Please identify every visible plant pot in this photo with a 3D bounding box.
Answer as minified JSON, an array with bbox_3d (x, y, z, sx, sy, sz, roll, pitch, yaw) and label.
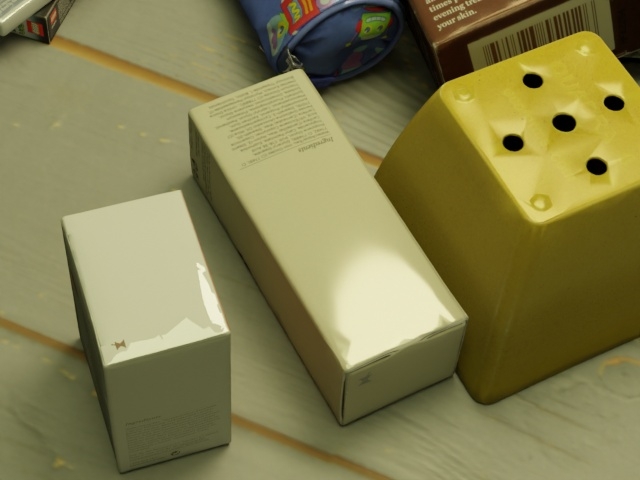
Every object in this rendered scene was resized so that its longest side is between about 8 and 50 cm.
[{"bbox_3d":[0.174,-0.036,1.224,0.212,0.187,0.212,-22,60,-16],"label":"plant pot"}]

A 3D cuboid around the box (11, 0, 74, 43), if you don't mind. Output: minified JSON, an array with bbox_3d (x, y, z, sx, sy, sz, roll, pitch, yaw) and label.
[{"bbox_3d":[-0.261,-0.282,1.452,0.114,0.036,0.207,18,57,8],"label":"box"}]

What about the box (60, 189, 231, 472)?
[{"bbox_3d":[-0.125,0.069,1.145,0.091,0.170,0.130,-14,59,-12],"label":"box"}]

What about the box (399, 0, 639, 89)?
[{"bbox_3d":[0.130,-0.311,1.412,0.191,0.143,0.381,-22,61,3],"label":"box"}]

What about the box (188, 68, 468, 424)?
[{"bbox_3d":[0.000,0.000,1.245,0.113,0.094,0.275,-21,60,-16],"label":"box"}]

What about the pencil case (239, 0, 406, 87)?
[{"bbox_3d":[-0.041,-0.267,1.408,0.119,0.133,0.306,3,48,-45],"label":"pencil case"}]

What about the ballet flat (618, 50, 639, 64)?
[{"bbox_3d":[0.312,-0.158,1.404,0.173,0.057,0.049,15,88,13],"label":"ballet flat"}]

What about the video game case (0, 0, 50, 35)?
[{"bbox_3d":[-0.281,-0.293,1.421,0.183,0.023,0.201,36,61,19],"label":"video game case"}]
